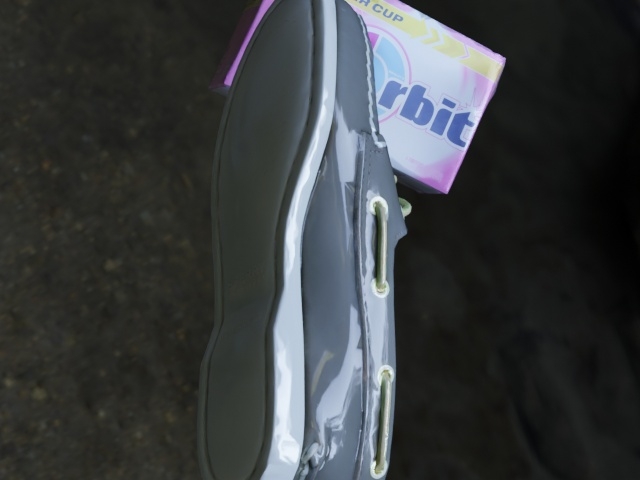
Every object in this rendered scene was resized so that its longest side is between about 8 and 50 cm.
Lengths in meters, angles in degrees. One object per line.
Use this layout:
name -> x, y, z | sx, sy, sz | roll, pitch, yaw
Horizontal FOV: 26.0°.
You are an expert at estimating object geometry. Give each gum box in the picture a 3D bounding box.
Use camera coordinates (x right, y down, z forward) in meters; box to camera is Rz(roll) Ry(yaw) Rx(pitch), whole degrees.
gum box -> 0.030, -0.115, 0.978 | 0.188, 0.062, 0.107 | 26, 86, -15

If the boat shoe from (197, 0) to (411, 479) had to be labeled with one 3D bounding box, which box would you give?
boat shoe -> -0.003, 0.001, 0.779 | 0.091, 0.109, 0.305 | 15, 69, -30
